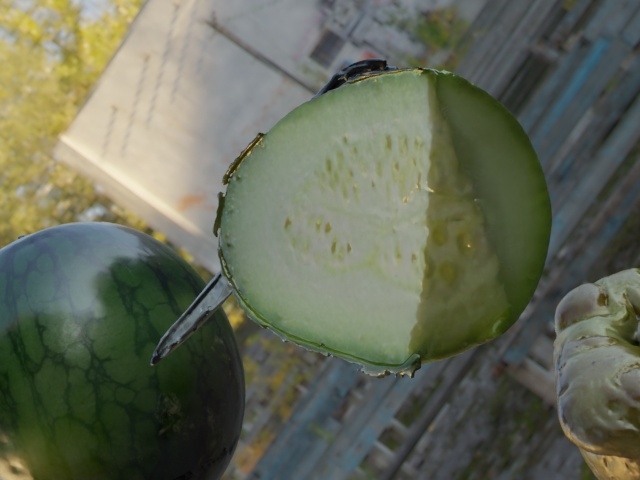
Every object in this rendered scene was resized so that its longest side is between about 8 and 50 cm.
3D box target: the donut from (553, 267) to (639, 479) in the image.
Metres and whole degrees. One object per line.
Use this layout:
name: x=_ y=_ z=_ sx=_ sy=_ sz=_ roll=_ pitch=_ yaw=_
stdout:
donut: x=0.310 y=0.116 z=1.121 sx=0.208 sy=0.128 sz=0.261 roll=-20 pitch=23 yaw=20

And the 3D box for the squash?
squash: x=-0.002 y=0.001 z=0.451 sx=0.075 sy=0.090 sz=0.200 roll=-25 pitch=2 yaw=-21

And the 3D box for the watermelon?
watermelon: x=-0.256 y=0.155 z=1.417 sx=0.363 sy=0.363 sz=0.363 roll=-54 pitch=-5 yaw=-7

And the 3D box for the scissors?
scissors: x=-0.030 y=-0.017 z=0.988 sx=0.300 sy=0.109 sz=0.022 roll=-47 pitch=-31 yaw=-5
